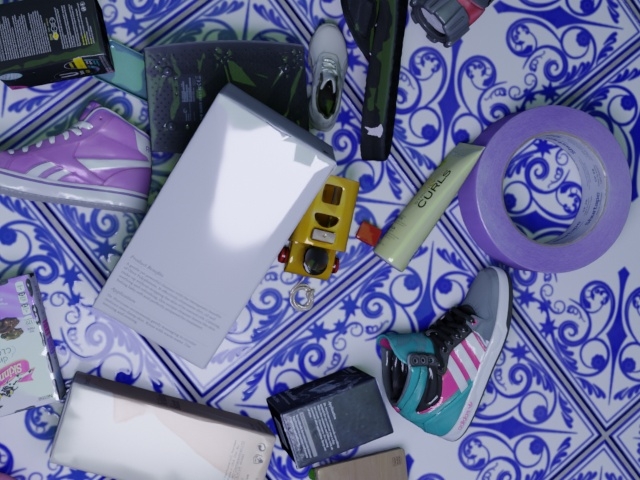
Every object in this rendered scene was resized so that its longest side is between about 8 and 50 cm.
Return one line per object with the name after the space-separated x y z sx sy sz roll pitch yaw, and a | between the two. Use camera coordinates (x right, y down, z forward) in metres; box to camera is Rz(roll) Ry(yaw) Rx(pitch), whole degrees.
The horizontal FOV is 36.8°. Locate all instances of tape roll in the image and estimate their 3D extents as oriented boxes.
0.372 -0.083 1.599 0.274 0.090 0.275 0 90 -11 | tape roll

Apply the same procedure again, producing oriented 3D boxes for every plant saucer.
-0.255 -0.242 1.503 0.192 0.018 0.067 25 86 -12 | plant saucer

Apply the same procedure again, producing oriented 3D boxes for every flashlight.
0.282 -0.450 1.570 0.304 0.103 0.103 -44 96 -7 | flashlight

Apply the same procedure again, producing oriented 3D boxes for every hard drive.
-0.146 -0.221 1.490 0.254 0.054 0.172 -6 96 -20 | hard drive

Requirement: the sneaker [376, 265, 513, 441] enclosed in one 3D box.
0.186 0.162 1.552 0.178 0.124 0.296 20 88 -21 | sneaker

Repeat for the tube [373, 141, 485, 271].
0.177 -0.061 1.566 0.070 0.062 0.240 36 88 28 | tube

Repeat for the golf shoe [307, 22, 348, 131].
0.016 -0.263 1.525 0.069 0.086 0.176 3 89 -10 | golf shoe

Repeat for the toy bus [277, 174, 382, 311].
-0.003 -0.013 1.514 0.191 0.104 0.202 -34 97 -9 | toy bus

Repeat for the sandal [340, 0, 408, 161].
0.076 -0.350 1.506 0.107 0.167 0.446 6 90 10 | sandal

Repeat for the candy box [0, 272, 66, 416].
-0.486 0.162 1.429 0.164 0.070 0.196 -15 93 -8 | candy box

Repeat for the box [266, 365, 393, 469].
0.011 0.271 1.494 0.158 0.156 0.093 -18 93 -11 | box

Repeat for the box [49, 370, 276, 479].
-0.239 0.302 1.449 0.311 0.148 0.121 18 86 -13 | box

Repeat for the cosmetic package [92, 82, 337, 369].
-0.152 -0.023 1.405 0.197 0.155 0.366 33 101 -9 | cosmetic package

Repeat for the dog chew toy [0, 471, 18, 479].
-0.501 0.403 1.361 0.206 0.206 0.332 -46 122 -8 | dog chew toy

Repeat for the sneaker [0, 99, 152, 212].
-0.393 -0.136 1.440 0.282 0.102 0.161 7 86 -22 | sneaker

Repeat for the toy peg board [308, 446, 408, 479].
0.057 0.425 1.557 0.160 0.079 0.161 -7 93 -27 | toy peg board

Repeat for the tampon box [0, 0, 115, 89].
-0.397 -0.292 1.410 0.161 0.120 0.101 -12 89 -5 | tampon box
